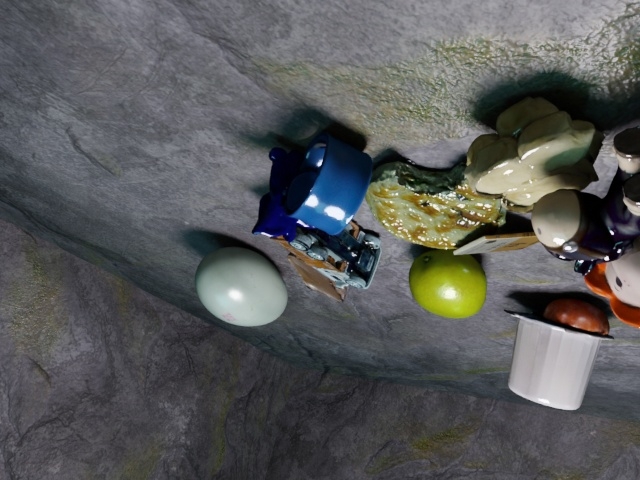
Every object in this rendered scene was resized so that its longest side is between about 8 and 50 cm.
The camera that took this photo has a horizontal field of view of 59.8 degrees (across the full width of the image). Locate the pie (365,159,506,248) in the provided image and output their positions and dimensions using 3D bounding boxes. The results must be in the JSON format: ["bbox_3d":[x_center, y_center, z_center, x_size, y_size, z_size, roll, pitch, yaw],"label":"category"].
[{"bbox_3d":[0.220,-0.067,1.093,0.302,0.067,0.302,13,157,5],"label":"pie"}]

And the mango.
[{"bbox_3d":[0.311,0.114,1.361,0.185,0.149,0.273,7,161,17],"label":"mango"}]

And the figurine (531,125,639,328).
[{"bbox_3d":[0.482,-0.011,0.781,0.411,0.241,0.306,19,135,-36],"label":"figurine"}]

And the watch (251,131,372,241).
[{"bbox_3d":[-0.005,-0.094,1.022,0.171,0.196,0.200,15,168,-23],"label":"watch"}]

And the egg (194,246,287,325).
[{"bbox_3d":[-0.233,0.149,1.720,0.229,0.230,0.371,2,160,32],"label":"egg"}]

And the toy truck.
[{"bbox_3d":[0.000,0.000,1.324,0.162,0.136,0.305,2,153,47],"label":"toy truck"}]

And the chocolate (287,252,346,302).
[{"bbox_3d":[0.005,0.085,1.595,0.161,0.083,0.261,27,163,22],"label":"chocolate"}]

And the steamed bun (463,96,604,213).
[{"bbox_3d":[0.317,-0.132,0.819,0.177,0.106,0.192,12,150,-28],"label":"steamed bun"}]

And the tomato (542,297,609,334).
[{"bbox_3d":[0.641,0.181,1.380,0.155,0.069,0.155,14,-177,-1],"label":"tomato"}]

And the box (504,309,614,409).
[{"bbox_3d":[0.608,0.311,1.454,0.262,0.207,0.291,16,-178,44],"label":"box"}]

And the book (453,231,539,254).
[{"bbox_3d":[0.375,0.005,1.136,0.172,0.012,0.118,-4,165,-19],"label":"book"}]
